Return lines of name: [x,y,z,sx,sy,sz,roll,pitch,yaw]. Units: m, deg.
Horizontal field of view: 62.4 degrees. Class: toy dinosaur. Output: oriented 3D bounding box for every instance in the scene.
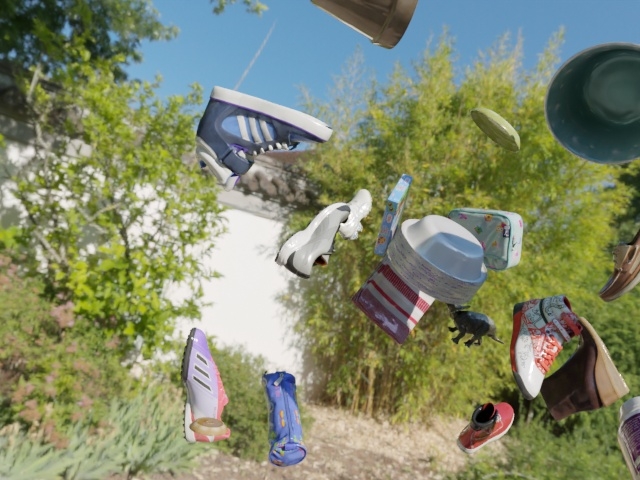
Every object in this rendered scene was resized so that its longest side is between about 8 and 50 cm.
toy dinosaur: [0.608,0.339,2.091,0.313,0.160,0.121,29,26,2]

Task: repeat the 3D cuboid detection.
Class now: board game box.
board game box: [0.227,-0.078,1.648,0.039,0.160,0.212,21,-48,13]

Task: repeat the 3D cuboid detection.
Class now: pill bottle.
pill bottle: [0.835,0.520,1.295,0.169,0.169,0.301,11,21,12]

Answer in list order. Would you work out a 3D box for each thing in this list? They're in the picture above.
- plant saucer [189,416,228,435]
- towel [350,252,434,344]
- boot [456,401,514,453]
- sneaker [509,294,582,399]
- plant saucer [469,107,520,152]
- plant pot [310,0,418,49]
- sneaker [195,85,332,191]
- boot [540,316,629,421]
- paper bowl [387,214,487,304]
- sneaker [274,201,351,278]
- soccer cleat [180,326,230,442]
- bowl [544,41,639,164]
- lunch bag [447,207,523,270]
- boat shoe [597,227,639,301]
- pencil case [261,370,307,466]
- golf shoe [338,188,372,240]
plant saucer: [-0.239,0.396,1.133,0.083,0.015,0.083,10,0,0]
towel: [0.277,0.140,1.697,0.237,0.329,0.037,42,-11,-19]
boot: [0.532,0.535,1.619,0.244,0.176,0.088,-19,46,-35]
sneaker: [0.535,0.240,1.247,0.145,0.270,0.090,-23,-59,36]
plant saucer: [0.675,-0.429,2.021,0.241,0.037,0.241,41,6,-5]
plant pot: [0.126,-0.773,1.580,0.280,0.323,0.323,11,-7,-14]
sneaker: [-0.151,-0.218,1.286,0.322,0.236,0.130,20,14,9]
boot: [0.684,0.347,1.444,0.207,0.248,0.090,-31,-46,22]
paper bowl: [0.346,0.037,1.507,0.284,0.148,0.284,23,28,-14]
sneaker: [0.000,0.000,1.322,0.108,0.271,0.100,40,-39,7]
soccer cleat: [-0.292,0.371,1.358,0.116,0.318,0.108,1,14,-2]
bowl: [0.760,-0.369,1.356,0.311,0.312,0.163,5,33,42]
lunch bag: [0.600,-0.004,1.950,0.107,0.224,0.279,-6,13,-44]
boat shoe: [0.988,0.051,1.682,0.116,0.324,0.123,39,16,15]
pencil case: [-0.121,0.561,1.706,0.119,0.306,0.133,-1,-50,-12]
golf shoe: [0.094,-0.089,1.538,0.069,0.176,0.086,-8,-38,43]
